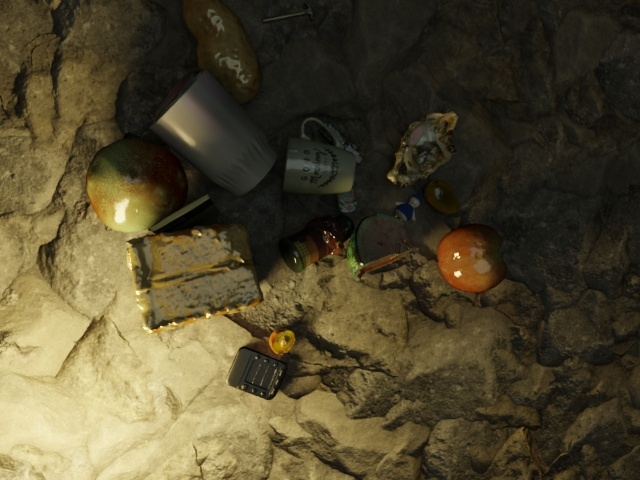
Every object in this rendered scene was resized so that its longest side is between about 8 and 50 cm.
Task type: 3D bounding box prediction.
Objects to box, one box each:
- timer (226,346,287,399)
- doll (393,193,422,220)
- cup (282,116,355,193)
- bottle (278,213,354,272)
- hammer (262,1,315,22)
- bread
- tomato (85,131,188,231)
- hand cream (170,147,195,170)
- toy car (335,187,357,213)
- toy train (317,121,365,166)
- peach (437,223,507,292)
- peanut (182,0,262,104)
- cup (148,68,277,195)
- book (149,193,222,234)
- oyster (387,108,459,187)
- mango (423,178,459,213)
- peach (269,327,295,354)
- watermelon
[{"bbox_3d":[-0.226,0.470,1.854,0.187,0.055,0.144,24,87,-8],"label":"timer"},{"bbox_3d":[0.323,-0.120,1.923,0.099,0.057,0.143,43,83,9],"label":"doll"},{"bbox_3d":[-0.002,-0.280,1.761,0.234,0.186,0.258,4,99,-5],"label":"cup"},{"bbox_3d":[0.000,0.000,1.812,0.271,0.143,0.156,-28,80,-22],"label":"bottle"},{"bbox_3d":[-0.112,-0.779,1.808,0.182,0.017,0.062,-14,96,-9],"label":"hammer"},{"bbox_3d":[-0.385,0.109,1.636,0.371,0.390,0.279,-12,88,-9],"label":"bread"},{"bbox_3d":[-0.555,-0.159,1.605,0.303,0.303,0.239,-16,59,-10],"label":"tomato"},{"bbox_3d":[-0.451,-0.281,1.762,0.142,0.053,0.084,36,86,3],"label":"hand cream"},{"bbox_3d":[0.085,-0.163,1.872,0.069,0.055,0.142,-10,82,-12],"label":"toy car"},{"bbox_3d":[0.074,-0.337,1.847,0.202,0.081,0.060,43,86,-18],"label":"toy train"},{"bbox_3d":[0.545,0.067,1.896,0.252,0.252,0.253,-1,94,-12],"label":"peach"},{"bbox_3d":[-0.322,-0.624,1.698,0.192,0.169,0.387,-27,96,-20],"label":"peanut"},{"bbox_3d":[-0.334,-0.333,1.659,0.253,0.253,0.371,-48,113,-5],"label":"cup"},{"bbox_3d":[-0.416,-0.064,1.655,0.201,0.289,0.026,-33,88,-8],"label":"book"},{"bbox_3d":[0.362,-0.338,1.904,0.354,0.107,0.201,-38,121,-19],"label":"oyster"},{"bbox_3d":[0.454,-0.159,1.939,0.161,0.076,0.103,40,79,-20],"label":"mango"},{"bbox_3d":[-0.139,0.352,1.858,0.098,0.061,0.098,-11,113,-27],"label":"peach"},{"bbox_3d":[0.185,0.031,1.811,0.305,0.180,0.224,-18,114,-44],"label":"watermelon"}]
